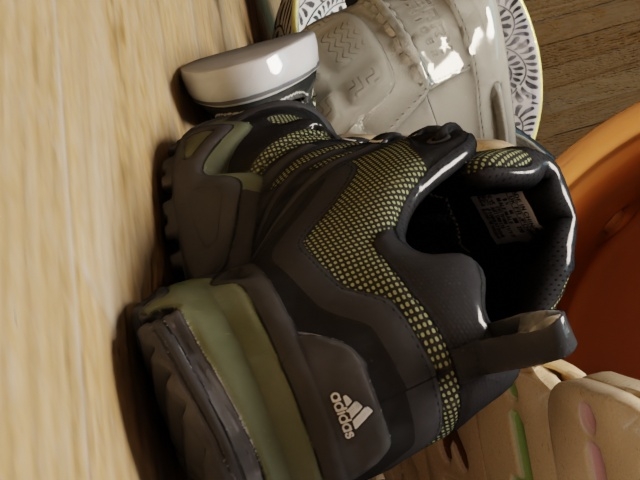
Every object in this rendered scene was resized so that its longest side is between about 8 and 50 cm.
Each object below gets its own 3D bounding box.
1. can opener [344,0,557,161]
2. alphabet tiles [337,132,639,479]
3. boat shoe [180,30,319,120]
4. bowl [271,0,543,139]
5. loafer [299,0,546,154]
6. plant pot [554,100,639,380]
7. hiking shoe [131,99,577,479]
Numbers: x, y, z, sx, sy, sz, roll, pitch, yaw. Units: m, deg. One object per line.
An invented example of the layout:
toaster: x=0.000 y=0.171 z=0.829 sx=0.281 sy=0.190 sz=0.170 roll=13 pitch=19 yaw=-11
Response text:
can opener: x=0.064 y=-0.058 z=0.946 sx=0.186 sy=0.073 sz=0.059 roll=39 pitch=50 yaw=-34
alphabet tiles: x=0.059 y=0.099 z=0.646 sx=0.284 sy=0.021 sz=0.278 roll=-167 pitch=-115 yaw=-72
boat shoe: x=-0.020 y=-0.053 z=0.699 sx=0.142 sy=0.049 sz=0.040 roll=-80 pitch=155 yaw=-83
bowl: x=0.031 y=-0.092 z=1.017 sx=0.080 sy=0.170 sz=0.170 roll=-17 pitch=-93 yaw=51
loafer: x=0.066 y=0.001 z=0.890 sx=0.112 sy=0.111 sz=0.319 roll=58 pitch=-5 yaw=33
plant pot: x=0.199 y=0.069 z=0.810 sx=0.203 sy=0.291 sz=0.291 roll=-31 pitch=106 yaw=-82
hiking shoe: x=0.016 y=0.009 z=0.536 sx=0.227 sy=0.114 sz=0.086 roll=-91 pitch=166 yaw=-69
